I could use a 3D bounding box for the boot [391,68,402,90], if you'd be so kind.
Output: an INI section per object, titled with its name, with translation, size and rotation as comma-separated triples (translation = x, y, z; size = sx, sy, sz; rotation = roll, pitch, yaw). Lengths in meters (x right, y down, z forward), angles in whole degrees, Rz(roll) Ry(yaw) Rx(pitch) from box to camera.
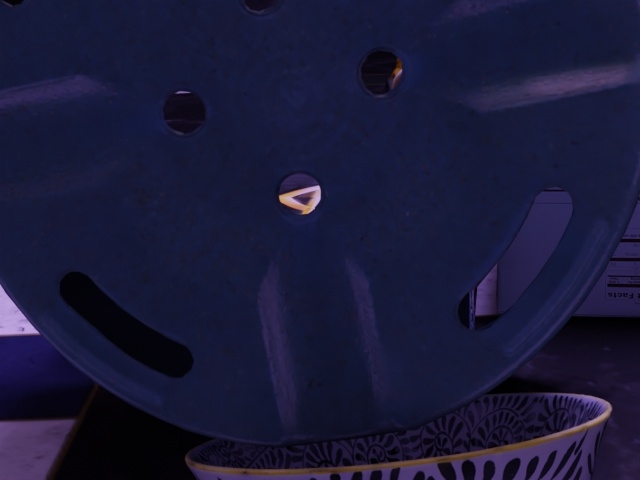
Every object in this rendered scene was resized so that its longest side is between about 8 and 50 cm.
[boot]
translation = 0.151, -0.149, 1.004
size = 0.213, 0.077, 0.165
rotation = -2, 21, -14

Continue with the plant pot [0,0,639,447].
[plant pot]
translation = 0.012, -0.070, 0.517
size = 0.341, 0.341, 0.334
rotation = 0, 6, 10

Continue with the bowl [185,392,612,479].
[bowl]
translation = 0.035, 0.112, 0.421
size = 0.170, 0.080, 0.170
rotation = -7, -2, 0

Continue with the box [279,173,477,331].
[box]
translation = 0.000, 0.000, 0.864
size = 0.257, 0.079, 0.322
rotation = -1, 16, 11

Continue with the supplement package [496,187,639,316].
[supplement package]
translation = 0.215, -0.067, 0.829
size = 0.149, 0.203, 0.194
rotation = 0, 16, 13

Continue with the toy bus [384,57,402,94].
[toy bus]
translation = 0.174, -0.256, 1.487
size = 0.149, 0.212, 0.220
rotation = -3, 17, -5
